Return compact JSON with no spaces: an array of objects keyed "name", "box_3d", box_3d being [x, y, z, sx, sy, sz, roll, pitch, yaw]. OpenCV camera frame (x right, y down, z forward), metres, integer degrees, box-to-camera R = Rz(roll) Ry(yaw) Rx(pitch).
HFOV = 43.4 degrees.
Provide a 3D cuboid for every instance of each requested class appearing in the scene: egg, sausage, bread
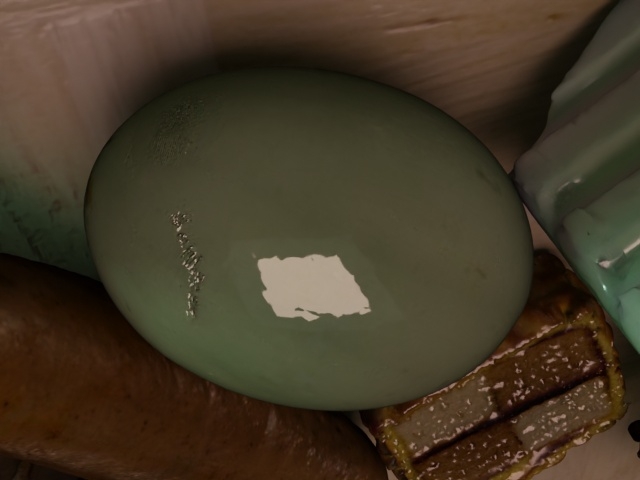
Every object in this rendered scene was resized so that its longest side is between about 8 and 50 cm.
[{"name":"egg","box_3d":[0.000,0.000,0.490,0.282,0.203,0.203,13,121,-25]},{"name":"sausage","box_3d":[-0.108,0.122,0.568,0.123,0.136,0.501,-36,138,14]},{"name":"bread","box_3d":[0.146,0.126,0.688,0.222,0.096,0.181,-32,127,7]}]

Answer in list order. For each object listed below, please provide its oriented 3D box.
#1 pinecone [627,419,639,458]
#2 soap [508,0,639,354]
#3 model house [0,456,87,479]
[{"name":"pinecone","box_3d":[0.442,0.180,0.658,0.397,0.398,0.398,-7,127,-9]},{"name":"soap","box_3d":[0.337,-0.106,0.462,0.446,0.261,0.156,-40,125,14]},{"name":"model house","box_3d":[-0.232,0.232,0.671,0.203,0.141,0.164,-6,150,15]}]
